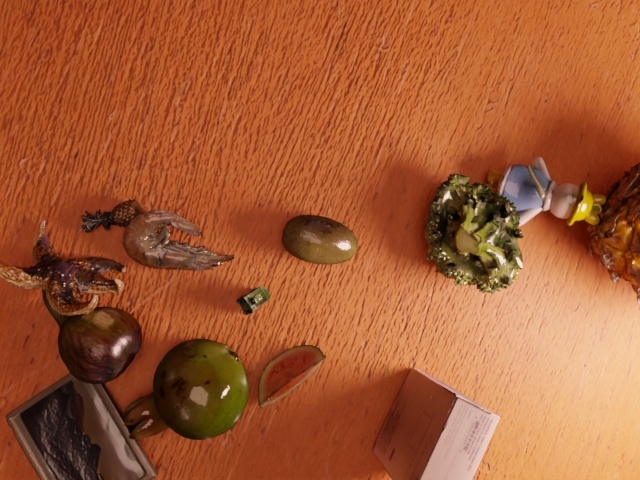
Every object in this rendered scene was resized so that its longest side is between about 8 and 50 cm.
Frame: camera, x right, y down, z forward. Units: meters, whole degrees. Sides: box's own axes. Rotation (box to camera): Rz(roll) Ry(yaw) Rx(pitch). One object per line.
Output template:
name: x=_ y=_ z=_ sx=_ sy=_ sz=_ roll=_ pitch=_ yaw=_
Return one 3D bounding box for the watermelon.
watermelon: x=-0.057 y=0.280 z=1.111 sx=0.163 sy=0.087 sz=0.069 roll=-35 pitch=124 yaw=-6

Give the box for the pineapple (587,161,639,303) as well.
pineapple: x=0.738 y=-0.028 z=1.089 sx=0.300 sy=0.352 sz=0.352 roll=40 pitch=84 yaw=8

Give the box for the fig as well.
fig: x=-0.462 y=0.162 z=1.036 sx=0.245 sy=0.149 sz=0.149 roll=37 pitch=84 yaw=7

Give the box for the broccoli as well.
broccoli: x=0.311 y=-0.016 z=1.110 sx=0.197 sy=0.176 sz=0.227 roll=-10 pitch=122 yaw=15

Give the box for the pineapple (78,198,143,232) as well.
pineapple: x=-0.422 y=-0.043 z=1.087 sx=0.124 sy=0.058 sz=0.058 roll=-14 pitch=90 yaw=6

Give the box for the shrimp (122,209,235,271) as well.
shrimp: x=-0.281 y=0.004 z=1.085 sx=0.223 sy=0.047 sz=0.126 roll=8 pitch=110 yaw=-13

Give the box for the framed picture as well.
framed picture: x=-0.470 y=0.403 z=1.059 sx=0.192 sy=0.018 sz=0.266 roll=-34 pitch=85 yaw=-6

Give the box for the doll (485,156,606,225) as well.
doll: x=0.464 y=-0.095 z=1.132 sx=0.240 sy=0.099 sz=0.135 roll=19 pitch=53 yaw=23

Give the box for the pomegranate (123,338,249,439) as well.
pomegranate: x=-0.260 y=0.289 z=1.038 sx=0.240 sy=0.159 sz=0.190 roll=3 pitch=87 yaw=-2

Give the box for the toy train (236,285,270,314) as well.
toy train: x=-0.136 y=0.121 z=1.092 sx=0.056 sy=0.093 sz=0.038 roll=-33 pitch=91 yaw=-21

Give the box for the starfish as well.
starfish: x=-0.499 y=0.056 z=1.034 sx=0.238 sy=0.216 sz=0.071 roll=7 pitch=127 yaw=-30

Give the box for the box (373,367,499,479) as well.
box: x=0.211 y=0.379 z=1.047 sx=0.106 sy=0.251 sz=0.203 roll=26 pitch=84 yaw=-8

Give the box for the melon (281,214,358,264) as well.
melon: x=0.000 y=0.000 z=1.110 sx=0.162 sy=0.099 sz=0.099 roll=12 pitch=87 yaw=-10

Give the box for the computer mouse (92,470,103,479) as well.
computer mouse: x=-0.410 y=0.490 z=1.074 sx=0.110 sy=0.032 sz=0.056 roll=34 pitch=81 yaw=2
